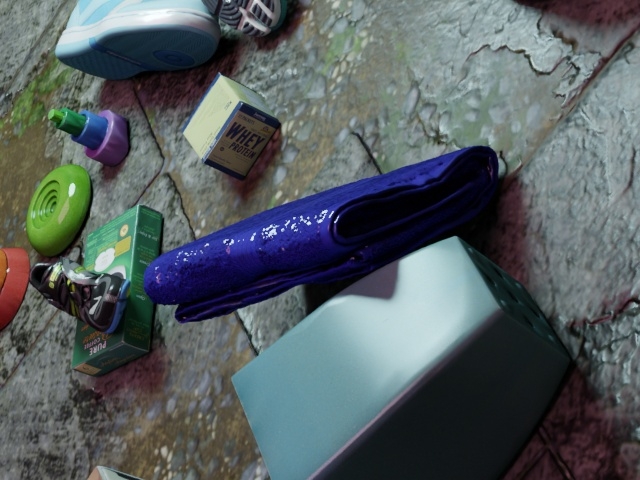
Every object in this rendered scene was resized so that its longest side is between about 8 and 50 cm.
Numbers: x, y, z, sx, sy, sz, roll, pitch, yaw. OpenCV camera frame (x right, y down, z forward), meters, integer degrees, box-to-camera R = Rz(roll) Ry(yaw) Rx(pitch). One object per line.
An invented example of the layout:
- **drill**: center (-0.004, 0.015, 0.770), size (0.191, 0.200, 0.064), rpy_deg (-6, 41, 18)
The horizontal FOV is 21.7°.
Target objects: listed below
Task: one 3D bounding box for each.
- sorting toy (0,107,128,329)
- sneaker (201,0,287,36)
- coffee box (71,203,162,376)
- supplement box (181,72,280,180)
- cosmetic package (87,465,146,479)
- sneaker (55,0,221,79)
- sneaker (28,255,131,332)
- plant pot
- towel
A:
- **sorting toy**: center (-0.394, -0.040, 2.156), size (0.365, 0.126, 0.127), rpy_deg (-49, 38, 24)
- **sneaker**: center (-0.102, -0.354, 1.974), size (0.275, 0.110, 0.107), rpy_deg (60, 136, 30)
- **coffee box**: center (-0.239, 0.060, 1.966), size (0.113, 0.040, 0.184), rpy_deg (-28, 49, 42)
- **supplement box**: center (-0.102, -0.128, 1.881), size (0.083, 0.056, 0.083), rpy_deg (-56, 36, 14)
- **cosmetic package**: center (-0.219, 0.390, 1.650), size (0.296, 0.153, 0.129), rpy_deg (-57, 34, 11)
- **sneaker**: center (-0.215, -0.321, 2.086), size (0.319, 0.127, 0.208), rpy_deg (0, 72, 52)
- **sneaker**: center (-0.278, 0.060, 1.910), size (0.188, 0.078, 0.067), rpy_deg (12, 80, 54)
- **plant pot**: center (0.081, 0.125, 1.410), size (0.234, 0.165, 0.165), rpy_deg (-43, 40, 14)
- **towel**: center (0.000, 0.000, 1.566), size (0.308, 0.227, 0.076), rpy_deg (-15, 96, 49)
